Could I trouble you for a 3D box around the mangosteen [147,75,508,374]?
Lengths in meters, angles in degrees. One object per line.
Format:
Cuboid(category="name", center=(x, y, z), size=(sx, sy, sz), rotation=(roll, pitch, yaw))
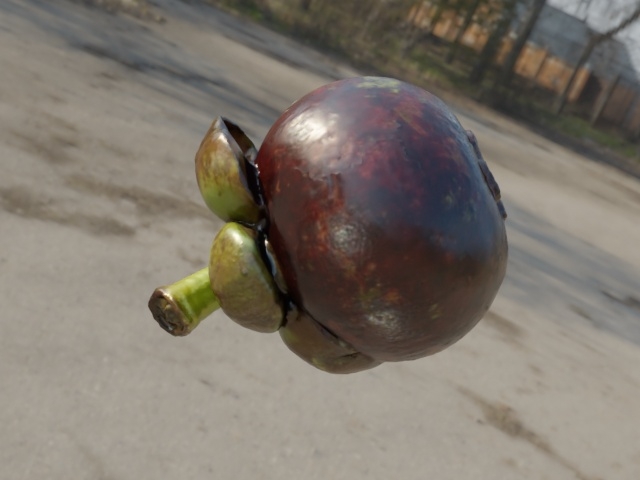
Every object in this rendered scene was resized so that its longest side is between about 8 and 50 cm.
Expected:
Cuboid(category="mangosteen", center=(0.009, -0.001, 0.614), size=(0.146, 0.181, 0.156), rotation=(5, 58, -60))
